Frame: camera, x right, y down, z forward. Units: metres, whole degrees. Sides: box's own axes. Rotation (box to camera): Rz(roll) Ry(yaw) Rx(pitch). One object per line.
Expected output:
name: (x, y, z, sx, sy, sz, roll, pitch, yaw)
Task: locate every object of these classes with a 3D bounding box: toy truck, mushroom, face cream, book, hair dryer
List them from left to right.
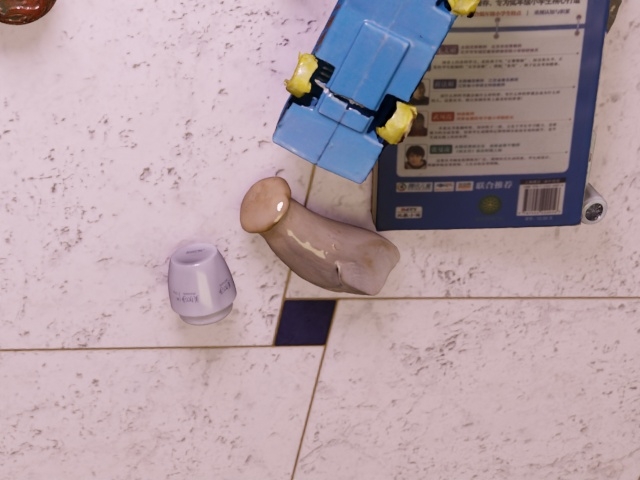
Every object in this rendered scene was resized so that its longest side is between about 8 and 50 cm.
face cream: (-0.161, 0.059, 1.858, 0.091, 0.091, 0.095, -16, 119, -11)
mushroom: (-0.004, 0.006, 1.885, 0.247, 0.096, 0.108, 30, 133, -30)
toy truck: (0.078, -0.263, 1.660, 0.161, 0.162, 0.385, 25, 120, -7)
book: (0.222, -0.202, 1.828, 0.300, 0.039, 0.428, -1, 122, -4)
hair dryer: (0.377, -0.099, 1.970, 0.047, 0.082, 0.137, -8, 123, -17)

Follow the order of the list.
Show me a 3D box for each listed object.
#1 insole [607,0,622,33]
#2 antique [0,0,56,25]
insole: (0.338, -0.263, 1.890, 0.081, 0.011, 0.248, 18, 115, -27)
antique: (-0.342, -0.290, 1.553, 0.104, 0.104, 0.104, -10, 125, -15)
